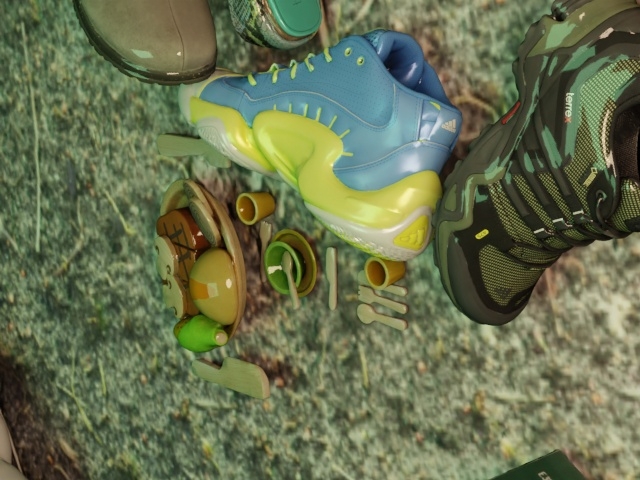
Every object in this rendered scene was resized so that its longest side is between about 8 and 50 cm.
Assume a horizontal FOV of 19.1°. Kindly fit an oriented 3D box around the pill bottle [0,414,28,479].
[{"bbox_3d":[-0.415,0.169,1.640,0.407,0.229,0.229,37,127,35],"label":"pill bottle"}]

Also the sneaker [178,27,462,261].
[{"bbox_3d":[0.009,-0.086,1.206,0.240,0.091,0.126,36,103,40],"label":"sneaker"}]

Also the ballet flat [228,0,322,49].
[{"bbox_3d":[-0.052,-0.213,1.234,0.070,0.070,0.188,-10,93,49],"label":"ballet flat"}]

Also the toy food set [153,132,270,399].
[{"bbox_3d":[-0.092,0.018,1.354,0.132,0.038,0.192,6,107,61],"label":"toy food set"}]

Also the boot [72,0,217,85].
[{"bbox_3d":[-0.120,-0.234,1.233,0.161,0.083,0.246,110,146,-51],"label":"boot"}]

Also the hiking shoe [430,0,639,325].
[{"bbox_3d":[0.140,-0.027,1.060,0.114,0.086,0.227,46,131,33],"label":"hiking shoe"}]

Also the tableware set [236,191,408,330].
[{"bbox_3d":[0.000,0.000,1.274,0.154,0.024,0.104,19,116,44],"label":"tableware set"}]

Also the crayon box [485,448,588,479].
[{"bbox_3d":[0.126,0.314,1.190,0.203,0.083,0.323,48,133,27],"label":"crayon box"}]
